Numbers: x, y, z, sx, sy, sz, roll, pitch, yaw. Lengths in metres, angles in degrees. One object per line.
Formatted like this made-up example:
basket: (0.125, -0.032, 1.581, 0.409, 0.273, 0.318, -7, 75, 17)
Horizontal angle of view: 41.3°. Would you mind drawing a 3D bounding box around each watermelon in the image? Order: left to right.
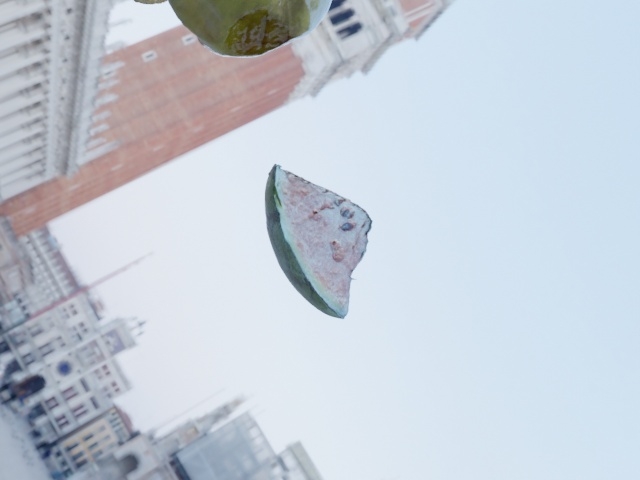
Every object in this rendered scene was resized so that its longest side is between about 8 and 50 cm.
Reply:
watermelon: (0.000, 0.000, 0.960, 0.071, 0.139, 0.187, -31, -102, 50)

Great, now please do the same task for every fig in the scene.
fig: (-0.062, -0.237, 0.734, 0.154, 0.144, 0.166, 30, -15, -5)

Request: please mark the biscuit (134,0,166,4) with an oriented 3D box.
biscuit: (-0.223, -0.368, 1.107, 0.015, 0.120, 0.120, -69, 135, -75)
